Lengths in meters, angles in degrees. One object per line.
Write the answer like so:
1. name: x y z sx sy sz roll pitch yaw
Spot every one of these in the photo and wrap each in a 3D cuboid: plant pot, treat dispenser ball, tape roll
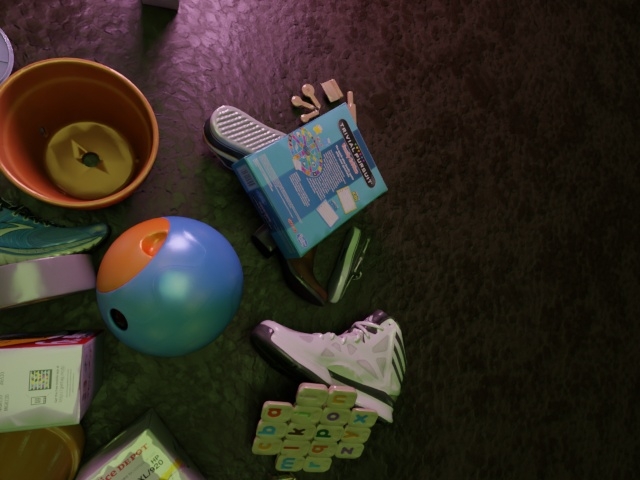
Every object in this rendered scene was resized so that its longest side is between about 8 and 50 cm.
1. plant pot: -0.557 0.436 0.773 0.204 0.188 0.205 -5 106 -18
2. treat dispenser ball: -0.306 0.093 0.890 0.287 0.288 0.289 3 83 -21
3. tape roll: -0.557 0.085 0.831 0.219 0.219 0.073 -13 88 -22
4. plant pot: -0.495 -0.196 0.899 0.290 0.203 0.291 2 83 -21

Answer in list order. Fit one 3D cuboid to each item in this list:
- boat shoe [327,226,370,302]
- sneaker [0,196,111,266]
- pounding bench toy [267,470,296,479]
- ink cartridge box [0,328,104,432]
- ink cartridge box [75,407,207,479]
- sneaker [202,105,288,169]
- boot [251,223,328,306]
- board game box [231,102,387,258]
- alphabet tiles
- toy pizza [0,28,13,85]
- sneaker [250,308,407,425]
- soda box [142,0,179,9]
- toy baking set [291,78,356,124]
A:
1. boat shoe: 0.082 0.072 1.157 0.070 0.077 0.220 26 73 -15
2. sneaker: -0.610 -0.020 0.873 0.329 0.129 0.147 -5 88 -21
3. pounding bench toy: -0.092 0.614 1.037 0.065 0.052 0.084 4 82 -21
4. ink cartridge box: -0.553 0.240 0.765 0.271 0.309 0.130 1 83 -21
5. ink cartridge box: -0.357 0.510 0.884 0.171 0.168 0.233 -37 96 -20
6. sneaker: -0.147 -0.217 1.084 0.321 0.127 0.126 31 68 -28
7. boot: 0.000 0.000 1.134 0.280 0.096 0.264 -40 82 -25
8. board game box: -0.011 -0.152 1.051 0.336 0.079 0.254 -37 107 -32
9. alphabet tiles: -0.014 0.450 1.015 0.277 0.021 0.284 9 116 -14
10. toy pizza: -0.769 -0.395 0.908 0.201 0.032 0.202 2 84 -21
11. sneaker: 0.045 0.263 1.097 0.447 0.169 0.258 37 63 -22
12. soda box: -0.358 -0.653 0.962 0.091 0.286 0.098 1 85 -21
13. toy baking set: 0.015 -0.331 1.210 0.196 0.030 0.257 -5 85 -19
